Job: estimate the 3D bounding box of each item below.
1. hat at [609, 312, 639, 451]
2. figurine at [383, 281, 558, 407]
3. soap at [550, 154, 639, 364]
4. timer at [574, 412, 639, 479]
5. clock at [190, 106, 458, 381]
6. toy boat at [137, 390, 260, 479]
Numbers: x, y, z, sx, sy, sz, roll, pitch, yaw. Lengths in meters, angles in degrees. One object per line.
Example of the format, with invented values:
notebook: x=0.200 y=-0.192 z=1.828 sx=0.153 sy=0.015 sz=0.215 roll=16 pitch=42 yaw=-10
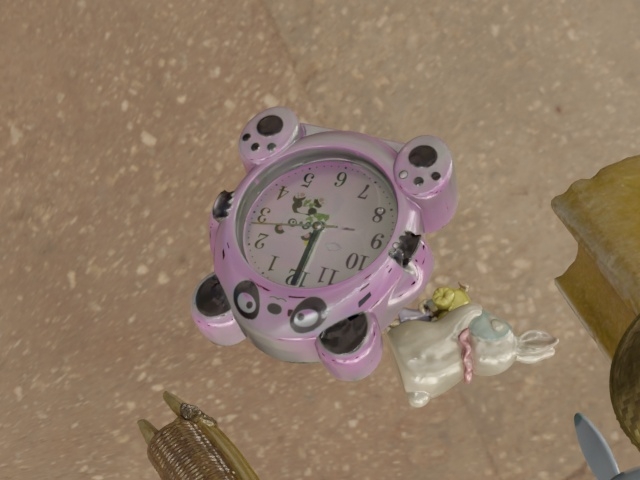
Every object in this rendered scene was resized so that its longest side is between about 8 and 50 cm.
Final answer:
hat: x=0.245 y=0.074 z=0.647 sx=0.067 sy=0.146 sz=0.146 roll=42 pitch=59 yaw=-45
figurine: x=0.220 y=0.145 z=1.512 sx=0.236 sy=0.127 sz=0.155 roll=-17 pitch=50 yaw=-4
soap: x=0.389 y=0.045 z=0.853 sx=0.294 sy=0.156 sz=0.335 roll=-15 pitch=37 yaw=-3
timer: x=0.402 y=0.308 z=1.215 sx=0.175 sy=0.175 sz=0.255 roll=30 pitch=39 yaw=-13
clock: x=0.000 y=0.000 z=0.974 sx=0.228 sy=0.090 sz=0.247 roll=13 pitch=64 yaw=21
toy boat: x=-0.137 y=0.299 z=1.247 sx=0.089 sy=0.310 sz=0.115 roll=-47 pitch=133 yaw=1
